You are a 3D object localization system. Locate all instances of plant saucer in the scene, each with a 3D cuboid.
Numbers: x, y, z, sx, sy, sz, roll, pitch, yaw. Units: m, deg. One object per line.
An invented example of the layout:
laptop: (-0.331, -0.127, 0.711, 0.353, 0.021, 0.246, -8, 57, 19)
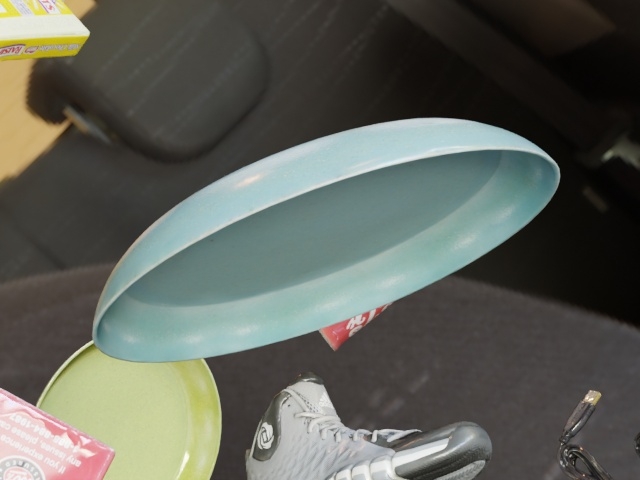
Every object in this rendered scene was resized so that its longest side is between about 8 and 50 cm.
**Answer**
plant saucer: (0.000, 0.000, 0.862, 0.318, 0.043, 0.317, -18, -18, -6)
plant saucer: (-0.204, 0.203, 1.336, 0.037, 0.241, 0.241, 9, 50, 46)

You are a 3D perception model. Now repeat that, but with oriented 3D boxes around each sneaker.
sneaker: (0.021, 0.153, 1.037, 0.229, 0.086, 0.132, -28, 57, 27)

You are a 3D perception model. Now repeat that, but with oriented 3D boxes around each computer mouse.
computer mouse: (0.413, 0.224, 1.610, 0.262, 0.184, 0.060, -52, -29, -9)

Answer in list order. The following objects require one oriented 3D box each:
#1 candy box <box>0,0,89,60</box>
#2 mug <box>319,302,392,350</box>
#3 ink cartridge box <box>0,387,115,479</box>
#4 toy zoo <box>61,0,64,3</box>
candy box: (-0.257, -0.200, 0.895, 0.027, 0.206, 0.105, -50, -16, 26)
mug: (0.045, 0.027, 1.577, 0.169, 0.150, 0.113, -35, 31, -4)
ink cartridge box: (-0.275, 0.202, 0.775, 0.272, 0.197, 0.114, -63, 10, -17)
toy zoo: (-0.393, -0.247, 1.144, 0.293, 0.192, 0.030, -16, -29, -23)
